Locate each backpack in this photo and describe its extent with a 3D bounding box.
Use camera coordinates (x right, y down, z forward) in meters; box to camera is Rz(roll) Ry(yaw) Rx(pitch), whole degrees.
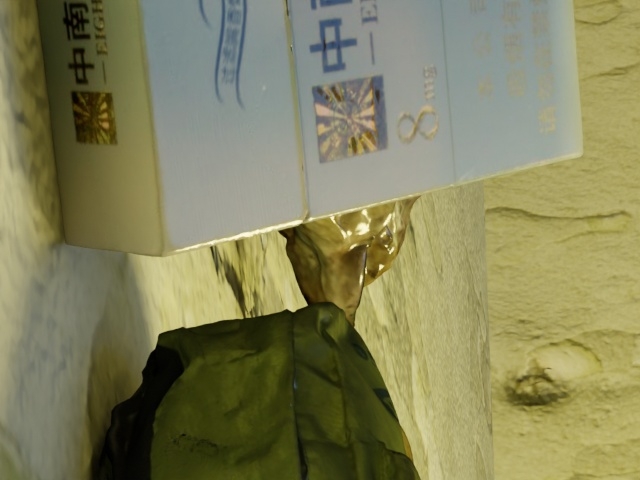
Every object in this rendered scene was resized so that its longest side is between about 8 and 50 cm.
[{"bbox_3d":[-0.015,0.150,0.765,0.207,0.140,0.253,75,8,-52],"label":"backpack"}]

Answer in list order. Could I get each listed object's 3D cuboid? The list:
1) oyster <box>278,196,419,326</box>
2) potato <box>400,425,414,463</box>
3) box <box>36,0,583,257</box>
[{"bbox_3d":[0.003,-0.100,1.001,0.337,0.133,0.198,73,11,-49],"label":"oyster"},{"bbox_3d":[0.018,0.173,1.162,0.107,0.080,0.170,95,-2,-48],"label":"potato"},{"bbox_3d":[0.002,-0.089,0.773,0.243,0.067,0.155,-16,103,-42],"label":"box"}]
